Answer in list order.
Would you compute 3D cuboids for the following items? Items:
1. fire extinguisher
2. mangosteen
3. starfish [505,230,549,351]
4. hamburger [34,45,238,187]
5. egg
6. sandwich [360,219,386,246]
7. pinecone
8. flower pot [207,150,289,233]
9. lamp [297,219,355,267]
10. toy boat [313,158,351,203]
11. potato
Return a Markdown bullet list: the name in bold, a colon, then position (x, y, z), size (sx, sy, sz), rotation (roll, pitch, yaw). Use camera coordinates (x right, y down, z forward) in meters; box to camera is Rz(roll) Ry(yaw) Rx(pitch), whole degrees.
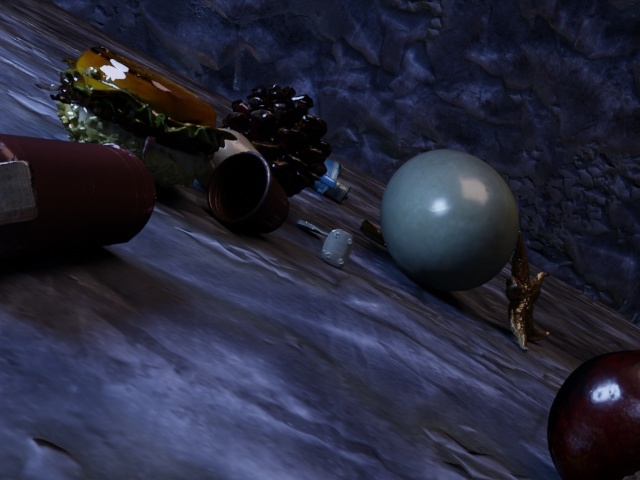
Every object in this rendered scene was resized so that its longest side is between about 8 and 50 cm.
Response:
- **fire extinguisher**: position (-0.224, -0.029, 0.616), size (0.104, 0.105, 0.269), rotation (31, 9, 9)
- **mangosteen**: position (0.309, 0.206, 0.767), size (0.199, 0.200, 0.200), rotation (28, 10, -5)
- **starfish**: position (0.389, 0.103, 1.504), size (0.062, 0.236, 0.277), rotation (-2, 26, 30)
- **hamburger**: position (-0.248, -0.159, 1.058), size (0.261, 0.139, 0.243), rotation (24, 9, -30)
- **egg**: position (0.240, -0.040, 1.507), size (0.258, 0.259, 0.352), rotation (27, 7, -11)
- **sandwich**: position (0.126, -0.012, 1.739), size (0.101, 0.026, 0.069), rotation (36, 7, 19)
- **pinecone**: position (-0.086, -0.180, 1.429), size (0.221, 0.222, 0.221), rotation (28, 10, -5)
- **flower pot**: position (-0.093, -0.059, 1.136), size (0.111, 0.111, 0.089), rotation (37, 1, 37)
- **lamp**: position (0.000, 0.000, 1.316), size (0.050, 0.056, 0.198), rotation (25, -1, -19)
- **toy boat**: position (0.035, -0.148, 1.989), size (0.102, 0.088, 0.215), rotation (33, 8, 1)
- **potato**: position (-0.144, -0.120, 1.274), size (0.147, 0.112, 0.112), rotation (35, 7, -20)
